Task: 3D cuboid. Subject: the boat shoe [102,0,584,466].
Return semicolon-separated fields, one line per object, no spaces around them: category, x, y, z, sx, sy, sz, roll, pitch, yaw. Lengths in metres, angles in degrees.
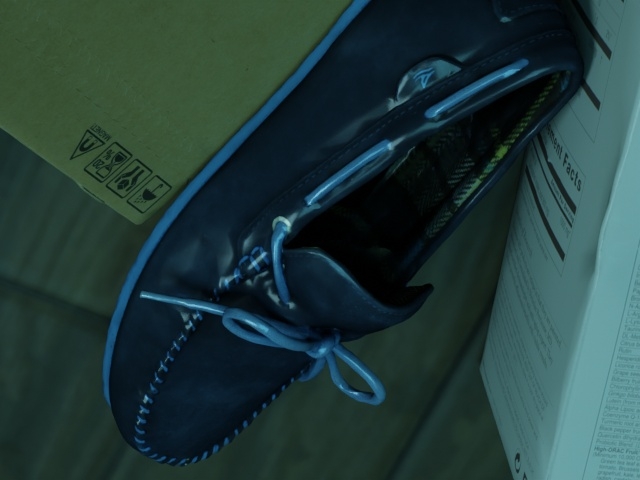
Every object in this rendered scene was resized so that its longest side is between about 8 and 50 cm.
boat shoe;0.000;0.000;0.698;0.109;0.089;0.258;7;125;-44

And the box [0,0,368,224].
box;-0.049;-0.093;0.622;0.164;0.021;0.201;-41;154;3

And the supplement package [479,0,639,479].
supplement package;0.159;-0.016;0.700;0.139;0.134;0.244;6;116;-8
